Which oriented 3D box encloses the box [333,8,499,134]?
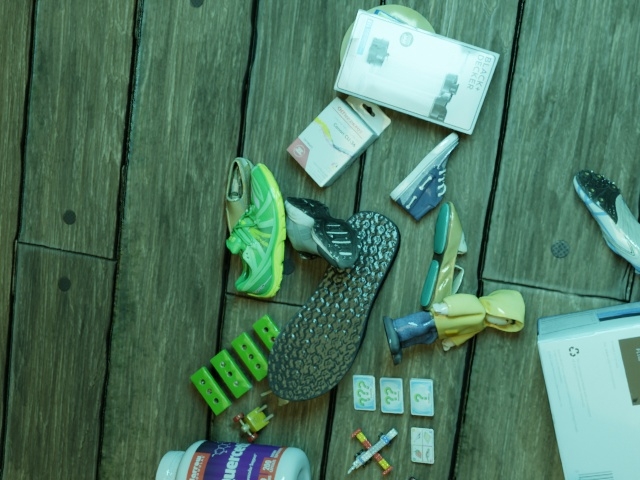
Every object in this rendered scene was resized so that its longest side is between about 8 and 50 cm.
[{"bbox_3d":[0.190,-0.334,1.501,0.290,0.087,0.169,20,100,2],"label":"box"}]

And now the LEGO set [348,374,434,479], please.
[{"bbox_3d":[0.152,0.419,1.624,0.182,0.060,0.244,0,95,21],"label":"LEGO set"}]

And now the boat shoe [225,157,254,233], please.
[{"bbox_3d":[-0.187,-0.088,1.673,0.068,0.072,0.190,0,95,17],"label":"boat shoe"}]

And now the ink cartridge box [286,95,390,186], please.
[{"bbox_3d":[0.040,-0.222,1.596,0.198,0.067,0.115,-45,81,15],"label":"ink cartridge box"}]

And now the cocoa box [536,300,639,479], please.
[{"bbox_3d":[0.549,0.309,1.402,0.231,0.228,0.347,-12,92,16],"label":"cocoa box"}]

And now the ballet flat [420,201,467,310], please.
[{"bbox_3d":[0.264,0.036,1.559,0.073,0.080,0.232,9,101,-12],"label":"ballet flat"}]

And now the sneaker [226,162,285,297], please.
[{"bbox_3d":[-0.140,-0.016,1.618,0.123,0.109,0.296,-1,103,-12],"label":"sneaker"}]

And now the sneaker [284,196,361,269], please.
[{"bbox_3d":[0.000,0.000,1.562,0.100,0.271,0.108,2,112,-27],"label":"sneaker"}]

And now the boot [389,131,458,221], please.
[{"bbox_3d":[0.235,-0.130,1.552,0.086,0.069,0.190,44,113,2],"label":"boot"}]

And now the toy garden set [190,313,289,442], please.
[{"bbox_3d":[-0.144,0.318,1.710,0.244,0.049,0.204,-40,81,15],"label":"toy garden set"}]

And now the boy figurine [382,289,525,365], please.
[{"bbox_3d":[0.272,0.171,1.521,0.285,0.177,0.092,-12,53,0],"label":"boy figurine"}]

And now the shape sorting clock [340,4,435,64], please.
[{"bbox_3d":[0.143,-0.382,1.564,0.206,0.040,0.206,1,99,5],"label":"shape sorting clock"}]

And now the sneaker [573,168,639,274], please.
[{"bbox_3d":[0.564,-0.033,1.452,0.237,0.085,0.086,55,148,16],"label":"sneaker"}]

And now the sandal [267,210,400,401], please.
[{"bbox_3d":[0.043,0.151,1.621,0.167,0.107,0.446,30,90,14],"label":"sandal"}]

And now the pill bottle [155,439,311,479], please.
[{"bbox_3d":[-0.193,0.541,1.671,0.322,0.181,0.182,0,95,16],"label":"pill bottle"}]
